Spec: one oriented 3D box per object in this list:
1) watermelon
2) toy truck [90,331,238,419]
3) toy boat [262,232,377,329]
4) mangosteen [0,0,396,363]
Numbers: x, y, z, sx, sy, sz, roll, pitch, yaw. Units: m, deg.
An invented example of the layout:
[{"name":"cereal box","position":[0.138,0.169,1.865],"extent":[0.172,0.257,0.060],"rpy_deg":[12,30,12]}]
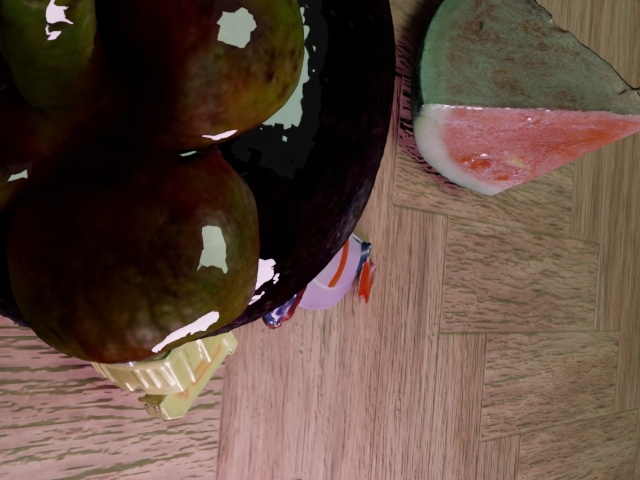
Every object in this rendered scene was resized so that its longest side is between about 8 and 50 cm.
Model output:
[{"name":"watermelon","position":[0.241,-0.160,1.482],"extent":[0.250,0.292,0.283],"rpy_deg":[-38,131,-14]},{"name":"toy truck","position":[-0.110,0.028,1.031],"extent":[0.272,0.124,0.157],"rpy_deg":[-57,137,-38]},{"name":"toy boat","position":[-0.011,0.016,1.266],"extent":[0.318,0.072,0.219],"rpy_deg":[68,36,-50]},{"name":"mangosteen","position":[-0.119,-0.107,0.735],"extent":[0.382,0.435,0.382],"rpy_deg":[-3,101,-14]}]
